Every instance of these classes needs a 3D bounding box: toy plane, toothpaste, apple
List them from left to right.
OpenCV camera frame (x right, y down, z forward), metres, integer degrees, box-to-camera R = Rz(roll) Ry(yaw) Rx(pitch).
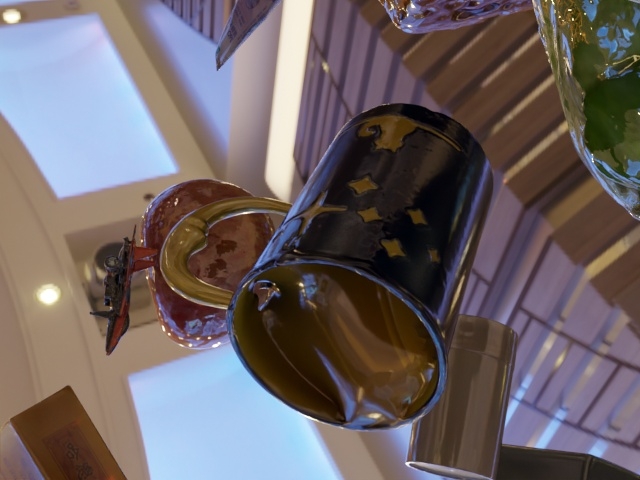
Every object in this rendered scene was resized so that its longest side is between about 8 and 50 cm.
[{"bbox_3d":[-0.277,0.073,1.144,0.061,0.130,0.189,18,-129,-5],"label":"toy plane"},{"bbox_3d":[-0.217,0.042,1.690,0.270,0.344,0.344,-14,-129,-12],"label":"apple"},{"bbox_3d":[-0.077,-0.379,1.254,0.048,0.301,0.075,-2,-121,-47],"label":"toothpaste"}]

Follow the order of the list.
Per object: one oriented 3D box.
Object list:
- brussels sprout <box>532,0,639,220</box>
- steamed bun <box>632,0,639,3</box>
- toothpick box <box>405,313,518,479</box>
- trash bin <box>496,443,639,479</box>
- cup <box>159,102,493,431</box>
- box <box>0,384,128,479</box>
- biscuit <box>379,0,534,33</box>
[{"bbox_3d":[0.314,-0.167,0.630,0.289,0.354,0.281,-15,-127,-19],"label":"brussels sprout"},{"bbox_3d":[0.189,-0.211,0.293,0.347,0.237,0.394,33,-171,-31],"label":"steamed bun"},{"bbox_3d":[0.169,0.187,0.994,0.111,0.111,0.180,13,-110,2],"label":"toothpick box"},{"bbox_3d":[0.327,0.357,1.215,0.177,0.236,0.101,29,-115,-33],"label":"trash bin"},{"bbox_3d":[0.012,-0.011,0.720,0.255,0.178,0.256,28,-137,-2],"label":"cup"},{"bbox_3d":[-0.460,0.428,1.393,0.116,0.415,0.264,-30,-96,-41],"label":"box"},{"bbox_3d":[0.242,-0.426,1.025,0.343,0.395,0.166,-13,-108,-4],"label":"biscuit"}]
